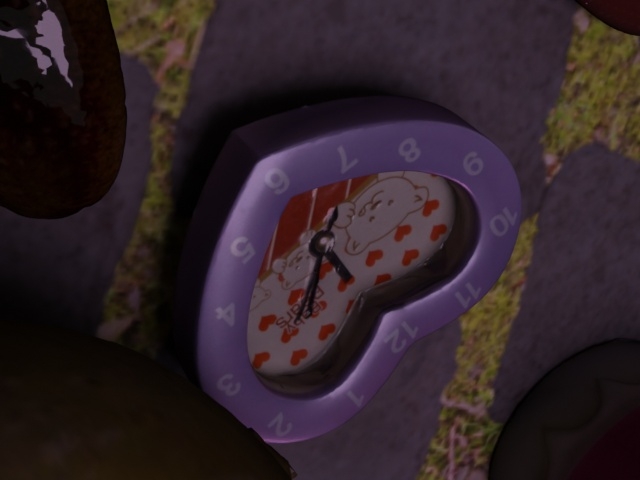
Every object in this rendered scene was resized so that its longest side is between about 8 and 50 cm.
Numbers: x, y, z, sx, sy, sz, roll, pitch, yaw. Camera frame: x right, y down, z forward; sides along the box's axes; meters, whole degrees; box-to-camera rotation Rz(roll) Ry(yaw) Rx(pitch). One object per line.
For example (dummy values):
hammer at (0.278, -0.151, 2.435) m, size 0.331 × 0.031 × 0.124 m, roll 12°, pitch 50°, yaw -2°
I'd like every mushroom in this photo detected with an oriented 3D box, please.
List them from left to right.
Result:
mushroom at (-0.091, -0.148, 0.512) m, size 0.217 × 0.148 × 0.227 m, roll -41°, pitch 142°, yaw -29°

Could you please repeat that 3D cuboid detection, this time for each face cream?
face cream at (0.227, 0.179, 0.829) m, size 0.175 × 0.195 × 0.175 m, roll -14°, pitch 122°, yaw -23°

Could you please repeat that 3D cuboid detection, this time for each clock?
clock at (0.000, 0.000, 0.671) m, size 0.198 × 0.064 × 0.172 m, roll -43°, pitch 130°, yaw -3°

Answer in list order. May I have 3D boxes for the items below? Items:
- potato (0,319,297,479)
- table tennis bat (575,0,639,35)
potato at (-0.168, 0.237, 0.574) m, size 0.385 × 0.319 × 0.442 m, roll 38°, pitch 103°, yaw 3°
table tennis bat at (0.216, -0.187, 0.715) m, size 0.200 × 0.038 × 0.310 m, roll -45°, pitch 130°, yaw -1°
